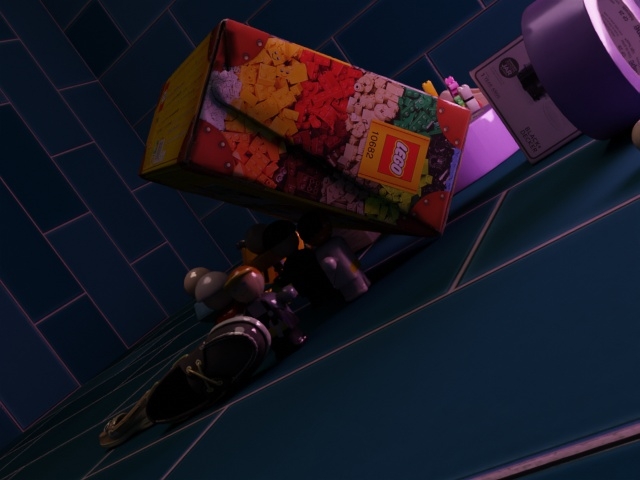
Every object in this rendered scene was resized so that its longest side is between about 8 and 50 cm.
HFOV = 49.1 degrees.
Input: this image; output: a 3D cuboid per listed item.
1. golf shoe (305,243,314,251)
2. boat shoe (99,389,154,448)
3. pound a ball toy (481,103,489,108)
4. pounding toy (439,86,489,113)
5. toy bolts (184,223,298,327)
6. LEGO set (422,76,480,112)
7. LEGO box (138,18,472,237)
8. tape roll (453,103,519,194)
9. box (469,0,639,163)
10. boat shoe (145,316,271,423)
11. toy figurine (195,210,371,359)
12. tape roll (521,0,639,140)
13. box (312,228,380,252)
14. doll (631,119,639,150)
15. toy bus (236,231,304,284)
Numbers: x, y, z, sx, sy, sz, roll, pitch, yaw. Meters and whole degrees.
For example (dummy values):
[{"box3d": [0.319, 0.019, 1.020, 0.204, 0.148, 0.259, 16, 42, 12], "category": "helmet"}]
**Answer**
[{"box3d": [0.000, 0.000, 1.568, 0.067, 0.086, 0.186, -38, 4, -11], "category": "golf shoe"}, {"box3d": [-0.300, 0.280, 1.100, 0.153, 0.048, 0.056, -32, 6, 32], "category": "boat shoe"}, {"box3d": [0.243, -0.203, 1.577, 0.319, 0.135, 0.208, -38, 5, -27], "category": "pound a ball toy"}, {"box3d": [0.405, -0.352, 1.806, 0.270, 0.154, 0.155, -31, 6, 36], "category": "pounding toy"}, {"box3d": [-0.157, 0.086, 1.356, 0.228, 0.158, 0.218, -38, 5, -30], "category": "toy bolts"}, {"box3d": [0.263, -0.307, 1.491, 0.087, 0.093, 0.227, -29, 11, 9], "category": "LEGO set"}, {"box3d": [-0.063, -0.148, 1.135, 0.500, 0.373, 0.193, 8, 84, 68], "category": "LEGO box"}, {"box3d": [0.260, -0.162, 1.343, 0.275, 0.090, 0.275, -35, 4, 3], "category": "tape roll"}, {"box3d": [0.380, -0.259, 1.002, 0.290, 0.169, 0.087, -35, 2, 17], "category": "box"}, {"box3d": [-0.150, 0.178, 0.921, 0.228, 0.081, 0.068, -40, 4, 35], "category": "boat shoe"}, {"box3d": [-0.057, 0.059, 0.996, 0.213, 0.148, 0.209, -37, 5, -23], "category": "toy figurine"}, {"box3d": [0.327, -0.218, 0.822, 0.080, 0.189, 0.189, -32, 6, 43], "category": "tape roll"}, {"box3d": [0.065, -0.023, 1.416, 0.126, 0.072, 0.137, -32, 6, 33], "category": "box"}, {"box3d": [0.367, -0.140, 0.623, 0.189, 0.046, 0.129, -40, 11, 28], "category": "doll"}, {"box3d": [-0.120, 0.043, 1.638, 0.130, 0.108, 0.333, -11, 0, -9], "category": "toy bus"}]
